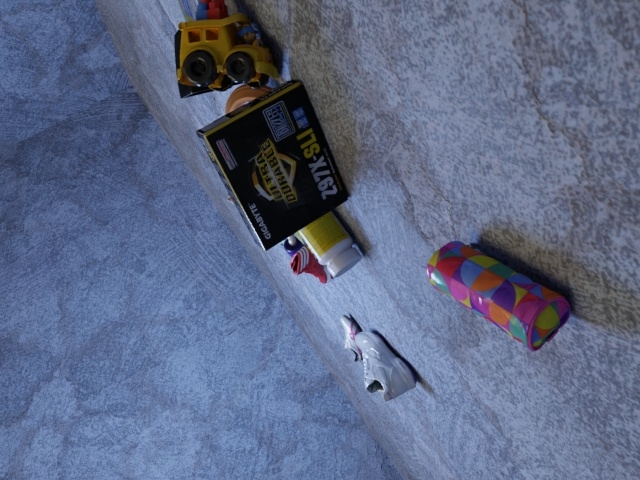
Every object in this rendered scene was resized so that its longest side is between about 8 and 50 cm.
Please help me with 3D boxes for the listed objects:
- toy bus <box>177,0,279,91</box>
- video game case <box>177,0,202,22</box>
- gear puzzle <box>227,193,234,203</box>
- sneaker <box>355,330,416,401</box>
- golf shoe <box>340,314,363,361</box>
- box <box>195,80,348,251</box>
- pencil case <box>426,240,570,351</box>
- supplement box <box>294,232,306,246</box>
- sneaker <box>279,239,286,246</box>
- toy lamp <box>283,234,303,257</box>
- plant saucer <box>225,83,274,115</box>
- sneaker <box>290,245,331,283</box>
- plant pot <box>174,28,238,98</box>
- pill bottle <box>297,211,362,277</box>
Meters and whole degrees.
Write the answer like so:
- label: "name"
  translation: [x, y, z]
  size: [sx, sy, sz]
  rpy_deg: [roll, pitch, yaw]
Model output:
- label: "toy bus"
  translation: [-0.216, -0.460, 1.281]
  size: [0.149, 0.220, 0.212]
  rpy_deg: [-31, -59, -75]
- label: "video game case"
  translation: [-0.360, -0.646, 1.606]
  size: [0.193, 0.023, 0.212]
  rpy_deg: [43, 157, 45]
- label: "gear puzzle"
  translation: [-0.280, -0.142, 2.176]
  size: [0.339, 0.175, 0.044]
  rpy_deg: [138, 136, -76]
- label: "sneaker"
  translation: [0.181, 0.413, 1.844]
  size: [0.305, 0.152, 0.114]
  rpy_deg: [40, 160, 54]
- label: "golf shoe"
  translation: [0.121, 0.372, 2.091]
  size: [0.186, 0.086, 0.067]
  rpy_deg: [59, 167, -1]
- label: "box"
  translation: [-0.102, -0.174, 1.305]
  size: [0.079, 0.257, 0.322]
  rpy_deg: [32, 151, 57]
- label: "pencil case"
  translation: [0.279, 0.082, 0.893]
  size: [0.236, 0.104, 0.104]
  rpy_deg: [38, 156, 51]
- label: "supplement box"
  translation: [-0.059, -0.042, 1.855]
  size: [0.083, 0.056, 0.083]
  rpy_deg: [44, 161, 43]
- label: "sneaker"
  translation: [-0.179, -0.031, 2.284]
  size: [0.094, 0.080, 0.212]
  rpy_deg: [42, 170, 13]
- label: "toy lamp"
  translation: [-0.116, -0.035, 2.023]
  size: [0.080, 0.080, 0.275]
  rpy_deg: [45, 163, 39]
- label: "plant saucer"
  translation: [-0.159, -0.304, 1.421]
  size: [0.199, 0.037, 0.200]
  rpy_deg: [13, 132, 15]
- label: "sneaker"
  translation: [-0.043, 0.095, 1.950]
  size: [0.087, 0.128, 0.221]
  rpy_deg: [45, 160, 44]
- label: "plant pot"
  translation: [-0.292, -0.485, 1.463]
  size: [0.187, 0.188, 0.167]
  rpy_deg: [24, 131, 66]
- label: "pill bottle"
  translation: [0.017, -0.007, 1.549]
  size: [0.208, 0.119, 0.119]
  rpy_deg: [54, 166, 13]
